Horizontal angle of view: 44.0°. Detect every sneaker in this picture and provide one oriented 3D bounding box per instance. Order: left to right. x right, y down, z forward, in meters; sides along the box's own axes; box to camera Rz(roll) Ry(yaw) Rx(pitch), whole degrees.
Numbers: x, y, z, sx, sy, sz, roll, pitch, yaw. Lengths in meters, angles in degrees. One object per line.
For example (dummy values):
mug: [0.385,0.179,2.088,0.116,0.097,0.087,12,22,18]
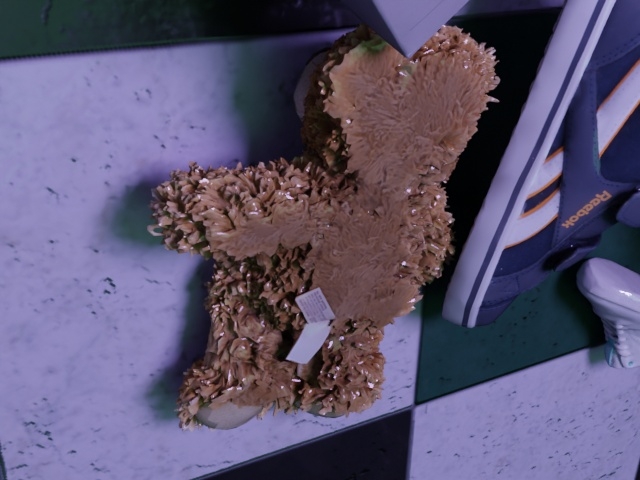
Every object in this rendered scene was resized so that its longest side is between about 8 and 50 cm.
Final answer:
sneaker: [0.190,-0.047,0.569,0.126,0.127,0.321,-52,163,-54]
sneaker: [0.311,0.087,0.794,0.212,0.080,0.094,23,113,-38]

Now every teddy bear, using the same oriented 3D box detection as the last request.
teddy bear: [0.000,0.000,0.555,0.245,0.113,0.338,-11,127,-19]

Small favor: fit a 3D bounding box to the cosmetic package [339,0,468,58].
cosmetic package: [0.019,-0.193,0.322,0.127,0.107,0.238,-45,152,7]
